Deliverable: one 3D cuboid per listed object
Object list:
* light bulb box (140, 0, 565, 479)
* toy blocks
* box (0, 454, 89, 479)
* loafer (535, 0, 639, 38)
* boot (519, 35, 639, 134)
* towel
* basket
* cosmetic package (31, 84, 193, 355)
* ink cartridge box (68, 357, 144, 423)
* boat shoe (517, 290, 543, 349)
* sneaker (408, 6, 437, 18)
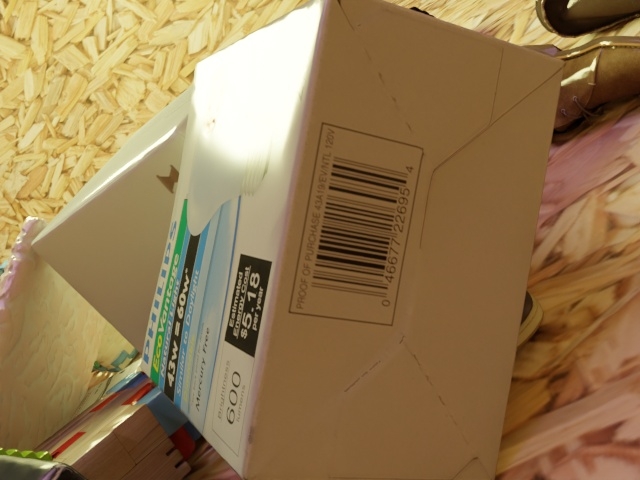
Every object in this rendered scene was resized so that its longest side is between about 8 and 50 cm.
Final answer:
[{"bbox_3d":[0.000,0.000,0.715,0.361,0.225,0.358,7,87,65],"label":"light bulb box"},{"bbox_3d":[-0.257,0.263,0.971,0.261,0.191,0.381,-38,9,-34],"label":"toy blocks"},{"bbox_3d":[-0.222,0.324,0.546,0.395,0.293,0.212,-17,30,50],"label":"box"},{"bbox_3d":[0.465,-0.392,1.062,0.366,0.134,0.130,-23,25,41],"label":"loafer"},{"bbox_3d":[0.346,-0.186,0.941,0.305,0.112,0.115,13,86,62],"label":"boot"},{"bbox_3d":[-0.435,0.180,1.164,0.053,0.317,0.332,4,62,7],"label":"towel"},{"bbox_3d":[-0.482,0.128,1.469,0.254,0.289,0.201,-15,32,54],"label":"basket"},{"bbox_3d":[-0.158,-0.053,1.195,0.327,0.329,0.394,-30,21,28],"label":"cosmetic package"},{"bbox_3d":[-0.348,0.278,1.238,0.180,0.060,0.104,-31,22,26],"label":"ink cartridge box"},{"bbox_3d":[0.128,0.044,0.804,0.103,0.092,0.285,-42,19,-2],"label":"boat shoe"},{"bbox_3d":[0.205,-0.401,1.553,0.102,0.146,0.293,-32,20,23],"label":"sneaker"}]
